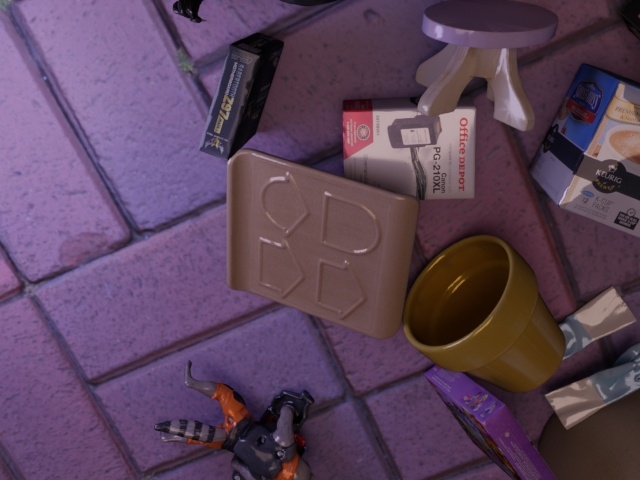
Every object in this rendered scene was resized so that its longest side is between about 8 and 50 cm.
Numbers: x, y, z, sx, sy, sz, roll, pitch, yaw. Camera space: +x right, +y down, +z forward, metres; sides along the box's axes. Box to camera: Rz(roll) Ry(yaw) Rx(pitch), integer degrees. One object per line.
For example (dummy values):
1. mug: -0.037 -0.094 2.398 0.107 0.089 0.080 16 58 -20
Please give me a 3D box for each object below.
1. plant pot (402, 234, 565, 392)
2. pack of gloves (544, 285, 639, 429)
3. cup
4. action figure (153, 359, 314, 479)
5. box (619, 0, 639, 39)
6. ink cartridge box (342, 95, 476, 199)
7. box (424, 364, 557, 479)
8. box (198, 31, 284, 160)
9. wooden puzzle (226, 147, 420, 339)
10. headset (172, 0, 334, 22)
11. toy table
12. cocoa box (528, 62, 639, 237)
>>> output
1. plant pot: 0.321 0.157 1.624 0.254 0.254 0.239 -41 119 15
2. pack of gloves: 0.525 0.231 1.697 0.232 0.046 0.195 -34 82 13
3. cup: 0.617 0.480 1.718 0.331 0.237 0.331 1 109 2
4. action figure: -0.174 0.438 1.769 0.330 0.178 0.341 26 107 3
5. box: 0.688 -0.372 1.394 0.293 0.295 0.073 -41 138 15
6. ink cartridge box: 0.160 -0.166 1.576 0.237 0.100 0.172 -2 110 3
7. box: 0.318 0.353 1.654 0.057 0.293 0.201 -37 104 -6
8. box: -0.131 -0.250 1.487 0.059 0.232 0.183 21 109 1
9. wooden puzzle: 0.000 0.000 1.594 0.348 0.080 0.322 16 128 15
10. headset: -0.063 -0.476 1.418 0.394 0.185 0.243 -17 119 31
11. toy table: 0.274 -0.302 1.465 0.274 0.252 0.161 -9 124 -29
12. cocoa box: 0.583 -0.131 1.504 0.347 0.231 0.228 21 108 -6
